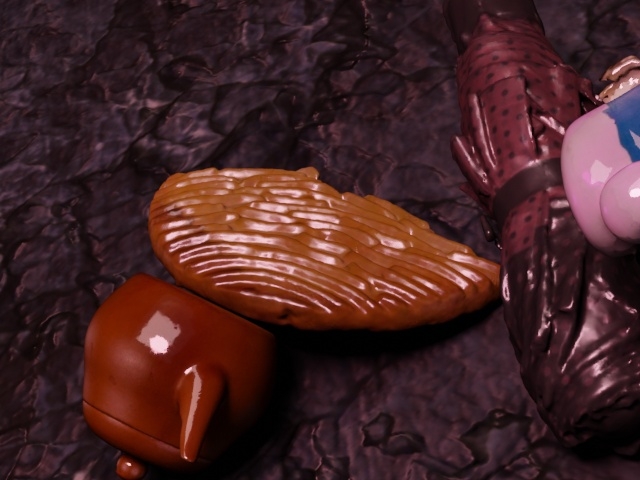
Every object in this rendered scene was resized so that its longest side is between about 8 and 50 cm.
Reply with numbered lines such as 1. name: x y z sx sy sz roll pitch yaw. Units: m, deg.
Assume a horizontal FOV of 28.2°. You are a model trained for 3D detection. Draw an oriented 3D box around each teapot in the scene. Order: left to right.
1. teapot: -0.087 0.083 0.718 0.116 0.116 0.173 -40 18 -15

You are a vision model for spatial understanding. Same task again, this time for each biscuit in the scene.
1. biscuit: 0.000 -0.001 0.774 0.228 0.031 0.176 5 29 9

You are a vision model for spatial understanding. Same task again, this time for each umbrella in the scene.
1. umbrella: 0.121 -0.032 0.715 0.094 0.090 0.326 -48 38 37

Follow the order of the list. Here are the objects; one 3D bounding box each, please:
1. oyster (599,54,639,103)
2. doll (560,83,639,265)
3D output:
1. oyster: 0.310 -0.078 0.702 0.345 0.078 0.129 -12 44 26
2. doll: 0.248 0.043 0.492 0.240 0.284 0.310 -53 33 36
